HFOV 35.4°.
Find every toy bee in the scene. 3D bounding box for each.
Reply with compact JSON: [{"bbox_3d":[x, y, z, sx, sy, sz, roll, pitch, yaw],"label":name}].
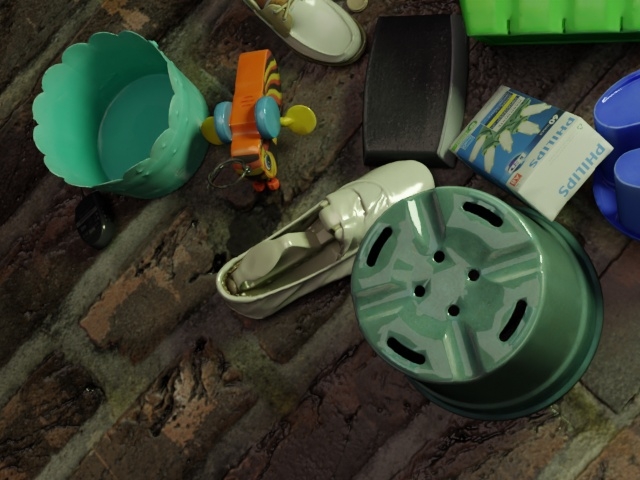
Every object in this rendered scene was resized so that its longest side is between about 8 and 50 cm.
[{"bbox_3d":[-0.120,-0.166,1.688,0.195,0.162,0.298,15,61,30],"label":"toy bee"}]

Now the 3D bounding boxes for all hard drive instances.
[{"bbox_3d":[0.150,-0.248,1.637,0.171,0.054,0.255,3,82,21],"label":"hard drive"}]

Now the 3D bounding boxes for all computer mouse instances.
[{"bbox_3d":[-0.426,-0.089,1.834,0.071,0.041,0.242,-35,65,29],"label":"computer mouse"}]

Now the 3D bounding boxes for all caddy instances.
[{"bbox_3d":[0.547,-0.128,1.409,0.341,0.179,0.241,-19,52,17],"label":"caddy"}]

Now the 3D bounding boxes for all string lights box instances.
[{"bbox_3d":[0.299,-0.134,1.465,0.076,0.260,0.133,37,95,-22],"label":"string lights box"}]

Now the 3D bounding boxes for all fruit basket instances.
[{"bbox_3d":[0.370,-0.479,1.473,0.391,0.283,0.392,2,96,21],"label":"fruit basket"}]

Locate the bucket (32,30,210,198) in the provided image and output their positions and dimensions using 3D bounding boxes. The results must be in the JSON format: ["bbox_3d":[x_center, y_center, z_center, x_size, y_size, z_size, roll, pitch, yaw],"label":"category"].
[{"bbox_3d":[-0.336,-0.207,1.739,0.281,0.183,0.281,-4,78,19],"label":"bucket"}]

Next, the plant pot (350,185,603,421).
[{"bbox_3d":[0.211,0.080,1.407,0.341,0.334,0.341,-3,79,19],"label":"plant pot"}]

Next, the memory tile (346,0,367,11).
[{"bbox_3d":[0.053,-0.472,1.736,0.113,0.012,0.148,-46,69,7],"label":"memory tile"}]

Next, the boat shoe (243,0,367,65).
[{"bbox_3d":[-0.056,-0.400,1.714,0.302,0.103,0.113,36,94,22],"label":"boat shoe"}]

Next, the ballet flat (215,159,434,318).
[{"bbox_3d":[0.000,0.000,1.597,0.400,0.139,0.139,-33,71,15],"label":"ballet flat"}]
